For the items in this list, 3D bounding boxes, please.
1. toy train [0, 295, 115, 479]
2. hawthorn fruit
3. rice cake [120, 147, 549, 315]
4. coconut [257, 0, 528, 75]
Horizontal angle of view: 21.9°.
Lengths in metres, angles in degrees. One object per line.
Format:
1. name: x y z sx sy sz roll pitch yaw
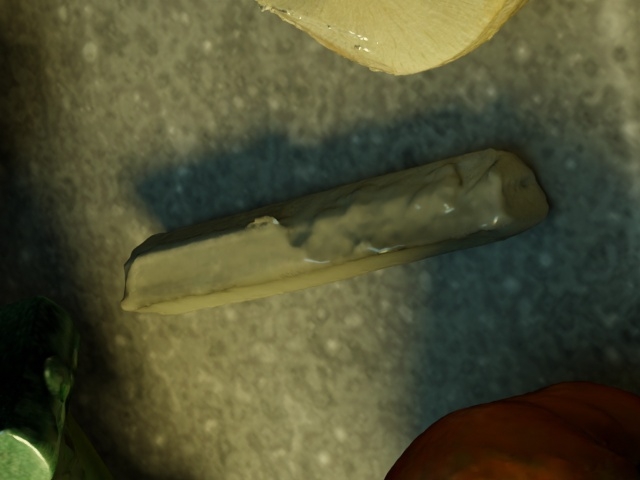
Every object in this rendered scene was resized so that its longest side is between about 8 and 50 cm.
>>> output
1. toy train: -0.204 0.196 0.949 0.253 0.160 0.397 -16 124 16
2. hawthorn fruit: 0.113 0.202 0.828 0.224 0.224 0.261 41 133 12
3. rice cake: 0.000 0.000 0.912 0.256 0.057 0.052 -14 100 32
4. coconut: 0.035 -0.161 0.780 0.161 0.162 0.161 9 109 26
